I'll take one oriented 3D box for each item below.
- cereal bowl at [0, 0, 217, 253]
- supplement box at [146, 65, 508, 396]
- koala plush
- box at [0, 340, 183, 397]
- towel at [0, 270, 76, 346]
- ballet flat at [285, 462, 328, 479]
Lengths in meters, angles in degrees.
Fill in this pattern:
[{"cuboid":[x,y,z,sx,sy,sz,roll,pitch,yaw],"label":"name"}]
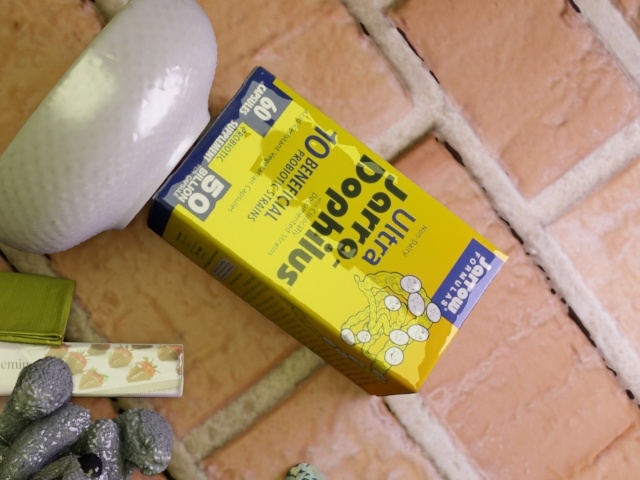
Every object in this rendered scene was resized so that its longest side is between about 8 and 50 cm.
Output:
[{"cuboid":[-0.221,-0.115,1.251,0.141,0.339,0.339,38,77,-9],"label":"cereal bowl"},{"cuboid":[0.000,0.000,1.344,0.356,0.195,0.194,37,77,-4],"label":"supplement box"},{"cuboid":[-0.272,0.275,1.215,0.196,0.221,0.203,32,100,-22],"label":"koala plush"},{"cuboid":[-0.319,0.148,1.328,0.324,0.067,0.063,2,81,-11],"label":"box"},{"cuboid":[-0.404,0.065,1.315,0.237,0.021,0.102,7,46,-6],"label":"towel"},{"cuboid":[0.005,0.354,1.359,0.070,0.070,0.188,-15,84,-13],"label":"ballet flat"}]
